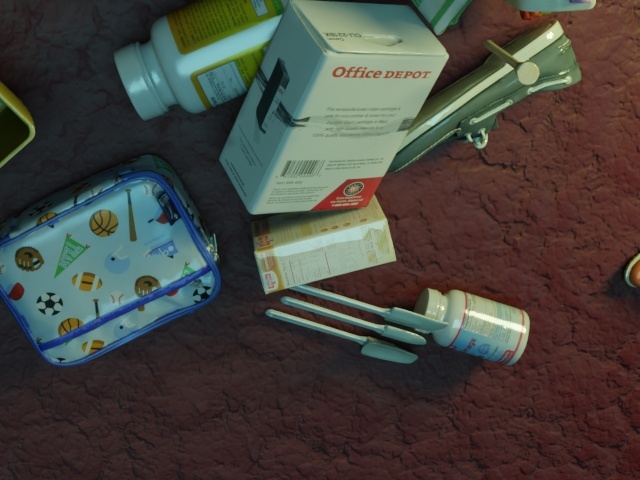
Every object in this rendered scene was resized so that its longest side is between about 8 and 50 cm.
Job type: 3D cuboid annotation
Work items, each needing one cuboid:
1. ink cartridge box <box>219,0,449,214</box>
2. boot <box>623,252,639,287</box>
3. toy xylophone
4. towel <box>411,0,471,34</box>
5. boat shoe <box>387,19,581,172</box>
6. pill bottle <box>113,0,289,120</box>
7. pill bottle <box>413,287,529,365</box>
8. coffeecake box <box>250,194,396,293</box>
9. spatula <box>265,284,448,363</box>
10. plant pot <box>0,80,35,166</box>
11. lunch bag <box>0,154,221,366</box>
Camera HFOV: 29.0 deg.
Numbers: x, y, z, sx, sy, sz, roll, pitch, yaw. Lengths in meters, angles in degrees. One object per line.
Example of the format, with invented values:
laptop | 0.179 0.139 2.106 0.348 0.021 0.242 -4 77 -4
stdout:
ink cartridge box | 0.014 -0.171 1.605 0.197 0.114 0.272 -5 139 -35
boot | 0.533 0.039 1.837 0.158 0.084 0.059 -19 111 2
toy xylophone | 0.261 -0.337 1.560 0.081 0.322 0.236 -5 117 -4
towel | 0.092 -0.429 1.505 0.038 0.248 0.325 -39 85 -28
boat shoe | 0.219 -0.177 1.713 0.319 0.116 0.099 -36 105 1
pill bottle | -0.140 -0.251 1.636 0.246 0.136 0.136 -22 110 2
pill bottle | 0.221 0.124 1.830 0.160 0.087 0.087 17 106 -11
coffeecake box | 0.000 0.000 1.734 0.186 0.142 0.068 -14 109 -1
spatula | 0.045 0.120 1.797 0.242 0.168 0.019 16 64 -10
plant pot | -0.506 -0.168 1.599 0.212 0.187 0.212 -41 108 7
lunch bag | -0.291 0.033 1.733 0.303 0.115 0.243 -24 112 4
